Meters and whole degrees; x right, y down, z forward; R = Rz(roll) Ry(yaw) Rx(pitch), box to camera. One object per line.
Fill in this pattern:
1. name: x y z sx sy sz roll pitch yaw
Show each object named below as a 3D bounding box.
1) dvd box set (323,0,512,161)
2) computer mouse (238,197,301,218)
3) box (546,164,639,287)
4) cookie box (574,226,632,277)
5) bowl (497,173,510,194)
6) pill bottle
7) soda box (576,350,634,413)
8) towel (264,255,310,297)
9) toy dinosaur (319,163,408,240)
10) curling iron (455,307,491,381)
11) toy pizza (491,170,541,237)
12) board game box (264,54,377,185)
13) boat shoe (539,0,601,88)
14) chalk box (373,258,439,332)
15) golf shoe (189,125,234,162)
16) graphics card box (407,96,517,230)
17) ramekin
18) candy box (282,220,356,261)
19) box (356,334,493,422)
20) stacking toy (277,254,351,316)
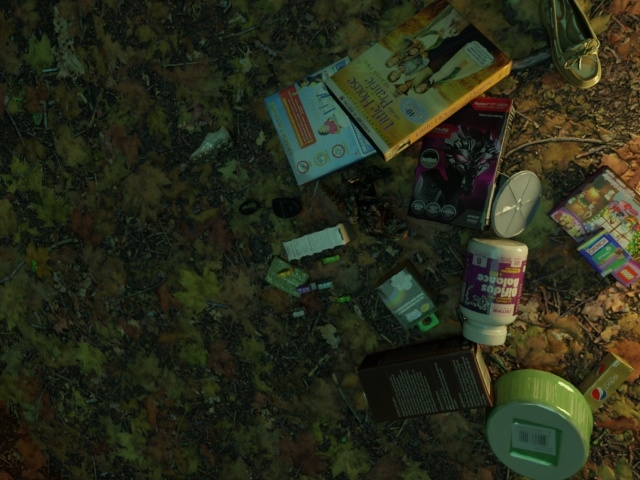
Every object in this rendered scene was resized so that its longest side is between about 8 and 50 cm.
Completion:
1. dvd box set: 0.262 -0.460 1.261 0.420 0.062 0.307 -35 70 2
2. computer mouse: -0.175 -0.116 1.557 0.242 0.041 0.071 2 116 21
3. box: 0.833 -0.041 1.268 0.293 0.057 0.201 45 108 5
4. cookie box: 0.784 0.032 1.243 0.092 0.040 0.107 -43 86 21
5. bowl: 0.500 -0.142 1.349 0.142 0.053 0.142 26 106 10
6. pill bottle: 0.507 0.149 1.334 0.169 0.169 0.301 7 101 15
7. soda box: 0.841 0.425 1.339 0.058 0.061 0.181 35 106 8
8. towel: -0.118 0.131 1.580 0.148 0.027 0.110 25 105 11
9. toy dinosaur: 0.128 -0.110 1.405 0.322 0.164 0.218 13 131 14
10. curling iron: 0.483 0.348 1.441 0.068 0.035 0.274 -16 94 18
11. toy pizza: 0.561 -0.105 1.293 0.032 0.201 0.201 37 113 53
12. board game box: 0.018 -0.371 1.430 0.302 0.086 0.308 -21 93 18
13. boat shoe: 0.678 -0.550 1.213 0.105 0.089 0.285 -27 91 18
14. chalk box: 0.288 0.188 1.422 0.132 0.132 0.213 -37 89 17
15. golf shoe: -0.387 -0.335 1.573 0.176 0.069 0.086 -24 72 15
16. graphics card box: 0.406 -0.227 1.299 0.233 0.094 0.370 15 99 29
17. ramekin: 0.642 0.558 1.337 0.303 0.148 0.303 8 109 26
18. candy box: 0.000 0.000 1.453 0.196 0.165 0.070 -18 92 18
19. box: 0.330 0.442 1.429 0.382 0.143 0.191 -18 94 22
20. stacking toy: -0.019 0.156 1.523 0.221 0.052 0.167 -16 103 11
